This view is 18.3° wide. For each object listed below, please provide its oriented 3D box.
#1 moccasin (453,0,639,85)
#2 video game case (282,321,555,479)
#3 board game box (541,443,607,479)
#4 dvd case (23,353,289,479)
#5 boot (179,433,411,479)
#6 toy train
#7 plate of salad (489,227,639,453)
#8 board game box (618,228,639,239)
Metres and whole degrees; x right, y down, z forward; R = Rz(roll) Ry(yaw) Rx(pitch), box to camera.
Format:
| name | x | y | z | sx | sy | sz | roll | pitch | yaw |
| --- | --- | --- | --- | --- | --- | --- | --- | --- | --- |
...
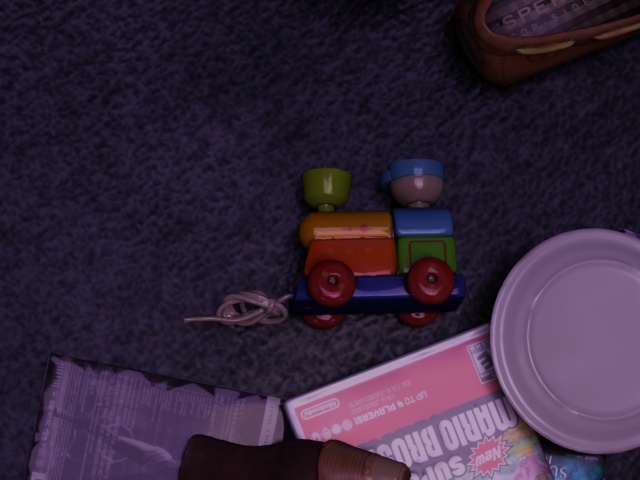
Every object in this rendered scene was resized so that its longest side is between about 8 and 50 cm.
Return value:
| name | x | y | z | sx | sy | sz | roll | pitch | yaw |
| --- | --- | --- | --- | --- | --- | --- | --- | --- | --- |
| moccasin | 0.298 | -0.267 | 1.792 | 0.380 | 0.147 | 0.139 | -21 | 87 | -7 |
| video game case | 0.110 | 0.240 | 1.757 | 0.204 | 0.025 | 0.285 | -21 | 87 | -7 |
| board game box | 0.158 | 0.240 | 1.787 | 0.186 | 0.026 | 0.126 | 9 | 83 | -4 |
| dvd case | -0.149 | 0.201 | 1.766 | 0.221 | 0.018 | 0.164 | 11 | 83 | -4 |
| boot | -0.024 | 0.292 | 1.713 | 0.207 | 0.090 | 0.248 | 2 | 92 | 22 |
| toy train | 0.000 | 0.000 | 1.765 | 0.248 | 0.105 | 0.143 | -1 | 74 | -5 |
| plate of salad | 0.243 | 0.089 | 1.754 | 0.200 | 0.048 | 0.199 | 2 | 82 | -13 |
| board game box | 0.327 | 0.084 | 1.809 | 0.170 | 0.048 | 0.141 | 20 | 84 | -3 |
